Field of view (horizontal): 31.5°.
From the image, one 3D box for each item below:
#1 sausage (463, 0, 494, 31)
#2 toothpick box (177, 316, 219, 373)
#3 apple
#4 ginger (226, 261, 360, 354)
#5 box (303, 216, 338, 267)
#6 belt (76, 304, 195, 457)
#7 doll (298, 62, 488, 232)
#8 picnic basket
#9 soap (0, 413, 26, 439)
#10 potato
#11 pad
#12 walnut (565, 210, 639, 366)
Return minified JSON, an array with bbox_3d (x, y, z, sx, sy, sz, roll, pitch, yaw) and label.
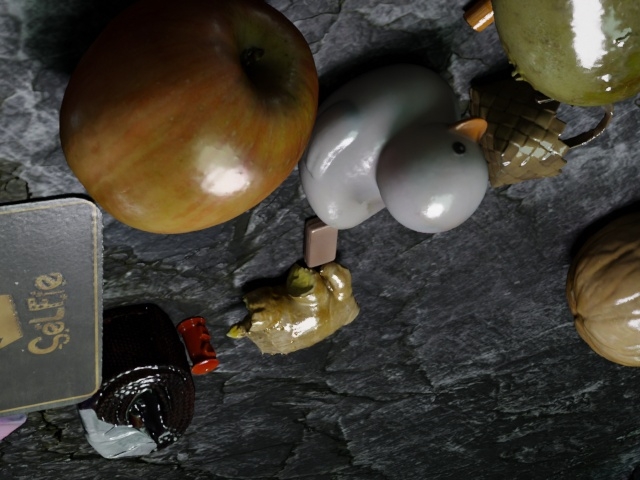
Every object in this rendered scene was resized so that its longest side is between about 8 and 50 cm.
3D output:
[{"bbox_3d":[0.212,-0.283,1.299,0.107,0.031,0.031,-38,149,29],"label":"sausage"},{"bbox_3d":[-0.191,0.166,1.776,0.047,0.083,0.047,-18,153,-10],"label":"toothpick box"},{"bbox_3d":[-0.134,-0.130,1.139,0.242,0.242,0.241,9,153,-45],"label":"apple"},{"bbox_3d":[-0.044,0.115,1.769,0.216,0.102,0.157,-21,147,0],"label":"ginger"},{"bbox_3d":[0.000,0.000,1.673,0.048,0.025,0.115,-19,154,-12],"label":"box"},{"bbox_3d":[-0.285,0.234,1.741,0.184,0.164,0.289,-19,148,-13],"label":"belt"},{"bbox_3d":[0.097,-0.088,1.379,0.251,0.221,0.221,-36,150,27],"label":"doll"},{"bbox_3d":[0.290,-0.154,1.472,0.179,0.137,0.128,-14,152,-1],"label":"picnic basket"},{"bbox_3d":[-0.616,0.304,1.654,0.324,0.109,0.193,-35,158,18],"label":"soap"},{"bbox_3d":[0.295,-0.298,1.121,0.270,0.219,0.359,-34,148,-11],"label":"potato"},{"bbox_3d":[-0.361,0.113,1.454,0.315,0.063,0.375,-10,133,-21],"label":"pad"},{"bbox_3d":[0.588,0.078,1.994,0.313,0.252,0.277,-22,142,-8],"label":"walnut"}]
